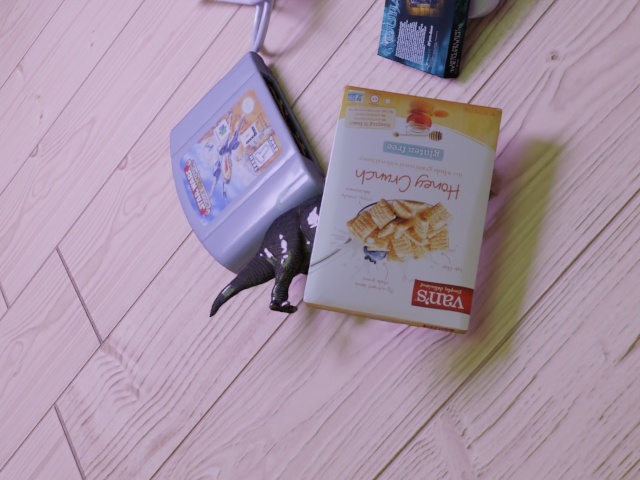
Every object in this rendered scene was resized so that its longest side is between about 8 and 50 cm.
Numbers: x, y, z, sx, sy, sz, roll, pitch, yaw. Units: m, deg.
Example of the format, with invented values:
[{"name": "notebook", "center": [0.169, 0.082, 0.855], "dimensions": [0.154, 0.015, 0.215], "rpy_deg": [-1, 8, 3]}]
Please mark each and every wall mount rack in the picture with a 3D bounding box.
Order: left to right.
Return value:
[{"name": "wall mount rack", "center": [-0.117, -0.456, 1.411], "dimensions": [0.304, 0.130, 0.350], "rpy_deg": [-140, 62, -74]}]

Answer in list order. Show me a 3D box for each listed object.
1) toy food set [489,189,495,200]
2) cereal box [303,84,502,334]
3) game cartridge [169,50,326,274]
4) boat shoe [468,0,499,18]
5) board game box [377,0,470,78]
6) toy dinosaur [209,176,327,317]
[{"name": "toy food set", "center": [0.149, -0.067, 1.094], "dimensions": [0.078, 0.019, 0.122], "rpy_deg": [-46, 47, 16]}, {"name": "cereal box", "center": [0.088, -0.033, 1.026], "dimensions": [0.173, 0.047, 0.240], "rpy_deg": [9, 79, 5]}, {"name": "game cartridge", "center": [-0.110, -0.103, 1.326], "dimensions": [0.198, 0.062, 0.297], "rpy_deg": [-40, 48, 16]}, {"name": "boat shoe", "center": [0.194, -0.413, 1.166], "dimensions": [0.108, 0.102, 0.301], "rpy_deg": [-10, 85, 51]}, {"name": "board game box", "center": [0.127, -0.298, 1.161], "dimensions": [0.126, 0.026, 0.186], "rpy_deg": [32, 122, 46]}, {"name": "toy dinosaur", "center": [0.000, 0.000, 1.153], "dimensions": [0.313, 0.121, 0.160], "rpy_deg": [-42, 35, 25]}]
